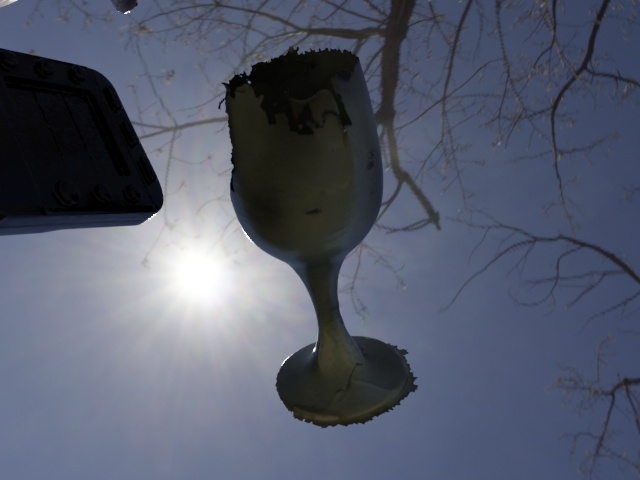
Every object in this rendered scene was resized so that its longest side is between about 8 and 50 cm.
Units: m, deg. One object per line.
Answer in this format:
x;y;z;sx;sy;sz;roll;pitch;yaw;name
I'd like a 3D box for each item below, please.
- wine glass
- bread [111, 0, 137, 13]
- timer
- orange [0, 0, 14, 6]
0.000;0.000;0.640;0.143;0.143;0.321;-1;-66;20;wine glass
-0.189;-0.250;0.692;0.036;0.083;0.047;23;-94;-4;bread
-0.211;-0.072;0.555;0.055;0.187;0.144;-33;-102;25;timer
-0.262;-0.265;0.435;0.235;0.279;0.279;25;-62;23;orange
